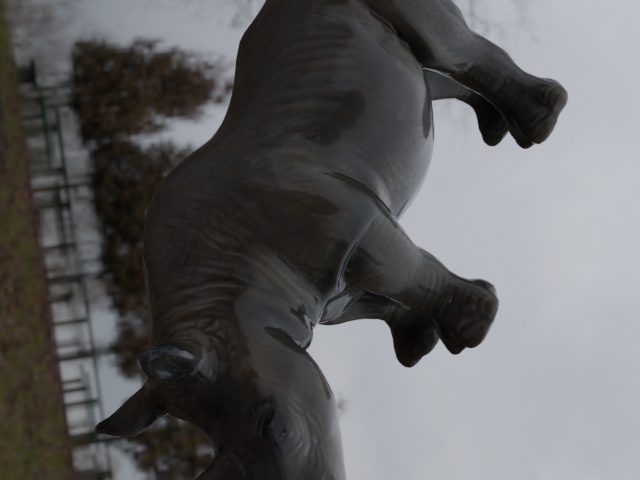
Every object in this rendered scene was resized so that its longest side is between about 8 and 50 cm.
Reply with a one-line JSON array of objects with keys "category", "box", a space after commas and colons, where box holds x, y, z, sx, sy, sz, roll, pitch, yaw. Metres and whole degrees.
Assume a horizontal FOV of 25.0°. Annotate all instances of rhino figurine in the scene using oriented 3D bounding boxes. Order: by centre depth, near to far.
[{"category": "rhino figurine", "box": [0.000, 0.000, 0.458, 0.073, 0.106, 0.243, -45, -163, 52]}]
